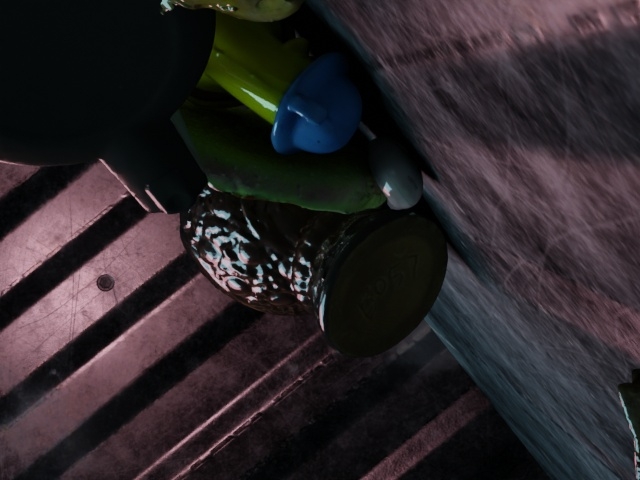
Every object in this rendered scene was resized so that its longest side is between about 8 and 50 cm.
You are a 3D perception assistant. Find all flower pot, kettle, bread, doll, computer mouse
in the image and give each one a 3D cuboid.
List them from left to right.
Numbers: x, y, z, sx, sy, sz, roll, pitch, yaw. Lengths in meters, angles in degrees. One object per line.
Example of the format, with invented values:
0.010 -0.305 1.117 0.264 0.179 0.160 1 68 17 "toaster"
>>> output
-0.223 -0.224 0.914 0.376 0.250 0.361 63 178 39 "kettle"
-0.084 -0.185 1.096 0.199 0.145 0.363 20 -165 -35 "doll"
-0.069 -0.097 1.147 0.302 0.045 0.301 15 -165 -4 "bread"
0.000 0.000 1.371 0.267 0.266 0.266 37 170 43 "flower pot"
0.077 -0.071 1.100 0.066 0.039 0.096 52 -163 -26 "computer mouse"

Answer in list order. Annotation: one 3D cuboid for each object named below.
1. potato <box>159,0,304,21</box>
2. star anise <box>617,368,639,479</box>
-0.110 -0.241 0.615 0.296 0.141 0.191 49 -178 -9 "potato"
0.262 0.185 0.623 0.288 0.088 0.288 43 -166 -14 "star anise"
